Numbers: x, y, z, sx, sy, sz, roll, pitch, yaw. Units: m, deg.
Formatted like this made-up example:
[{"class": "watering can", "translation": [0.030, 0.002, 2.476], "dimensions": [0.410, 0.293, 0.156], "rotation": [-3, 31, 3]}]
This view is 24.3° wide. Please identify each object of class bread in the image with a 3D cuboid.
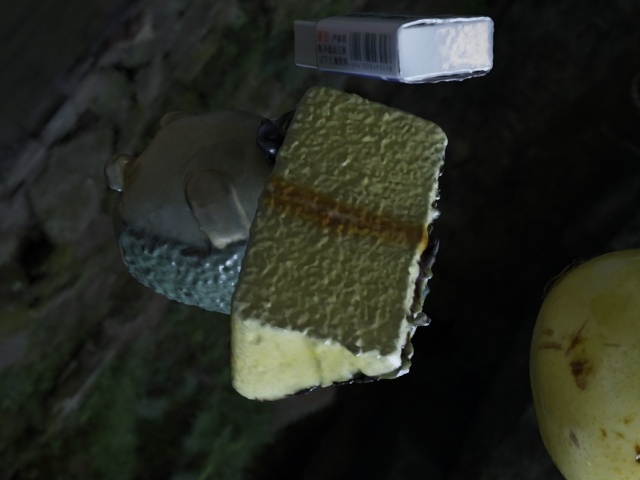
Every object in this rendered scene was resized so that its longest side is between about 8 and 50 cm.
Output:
[{"class": "bread", "translation": [0.000, 0.000, 1.265], "dimensions": [0.178, 0.142, 0.266], "rotation": [-31, -148, 42]}]

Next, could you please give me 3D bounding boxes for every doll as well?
[{"class": "doll", "translation": [-0.045, -0.025, 1.544], "dimensions": [0.247, 0.350, 0.247], "rotation": [-48, 150, -39]}]

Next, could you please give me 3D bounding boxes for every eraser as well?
[{"class": "eraser", "translation": [0.075, -0.212, 1.603], "dimensions": [0.124, 0.068, 0.210], "rotation": [-12, -164, -30]}]

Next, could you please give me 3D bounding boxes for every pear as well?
[{"class": "pear", "translation": [0.376, 0.159, 1.624], "dimensions": [0.309, 0.309, 0.309], "rotation": [-51, -176, 5]}]
